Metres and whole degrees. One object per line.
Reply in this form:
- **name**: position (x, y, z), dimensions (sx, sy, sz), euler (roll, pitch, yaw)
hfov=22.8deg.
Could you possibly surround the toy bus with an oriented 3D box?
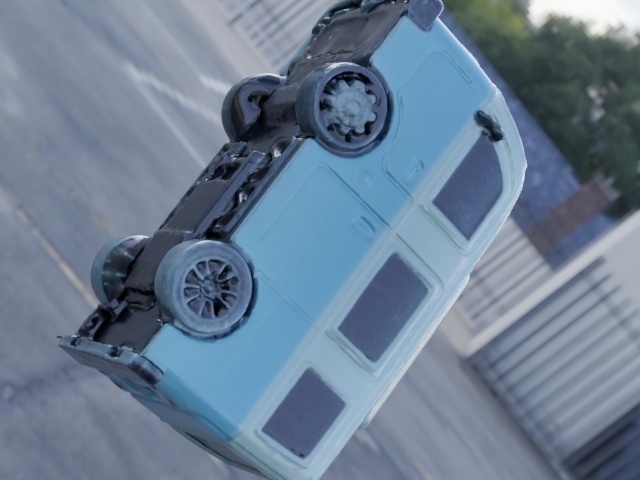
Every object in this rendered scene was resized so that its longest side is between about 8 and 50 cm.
- **toy bus**: position (0.000, 0.000, 0.909), dimensions (0.165, 0.271, 0.133), euler (43, -16, -21)
